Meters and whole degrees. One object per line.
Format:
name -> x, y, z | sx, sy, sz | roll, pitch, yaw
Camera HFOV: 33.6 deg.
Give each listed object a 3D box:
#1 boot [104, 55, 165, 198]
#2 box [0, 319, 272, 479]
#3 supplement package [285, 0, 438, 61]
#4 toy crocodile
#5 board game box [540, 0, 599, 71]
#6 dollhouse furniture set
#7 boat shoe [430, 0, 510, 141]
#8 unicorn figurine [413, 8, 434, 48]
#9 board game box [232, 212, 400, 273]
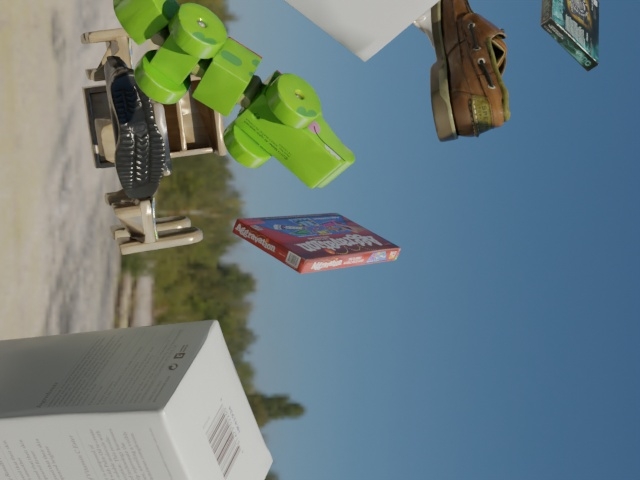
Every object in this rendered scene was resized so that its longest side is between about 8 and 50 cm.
boot -> -0.287, -0.176, 1.608 | 0.137, 0.076, 0.198 | -130, -142, -59
box -> -0.264, 0.238, 1.241 | 0.168, 0.345, 0.215 | -62, 140, -55
supplement package -> 0.053, -0.384, 1.165 | 0.199, 0.198, 0.263 | -35, -148, 39
toy crocodile -> -0.102, -0.188, 1.252 | 0.115, 0.340, 0.105 | -44, -165, 40
board game box -> 0.429, -0.389, 1.819 | 0.026, 0.126, 0.186 | -34, -151, 39
dollhouse furniture set -> -0.275, -0.204, 1.899 | 0.394, 0.256, 0.362 | -148, -130, -71
boat shoe -> 0.210, -0.253, 1.471 | 0.111, 0.104, 0.307 | 67, 20, -48
unicorn figurine -> 0.185, -0.355, 1.742 | 0.162, 0.111, 0.060 | 51, -30, 21
board game box -> 0.000, 0.000, 1.714 | 0.281, 0.145, 0.027 | -6, 122, -56
